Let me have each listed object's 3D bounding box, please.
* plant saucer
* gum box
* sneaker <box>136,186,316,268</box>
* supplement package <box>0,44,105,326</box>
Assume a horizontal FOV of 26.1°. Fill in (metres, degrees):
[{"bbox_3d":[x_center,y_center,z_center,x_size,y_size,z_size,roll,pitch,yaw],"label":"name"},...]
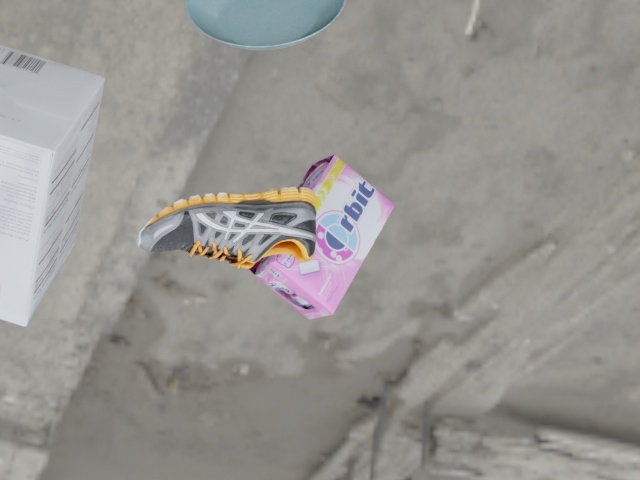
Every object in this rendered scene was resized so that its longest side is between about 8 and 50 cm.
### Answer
[{"bbox_3d":[-0.065,-0.280,1.665,0.195,0.195,0.037,2,137,6],"label":"plant saucer"},{"bbox_3d":[0.000,0.000,1.743,0.107,0.188,0.062,39,153,-19],"label":"gum box"},{"bbox_3d":[-0.100,-0.007,1.560,0.215,0.083,0.084,-8,167,-15],"label":"sneaker"},{"bbox_3d":[-0.403,-0.076,1.687,0.199,0.198,0.262,17,124,0],"label":"supplement package"}]
